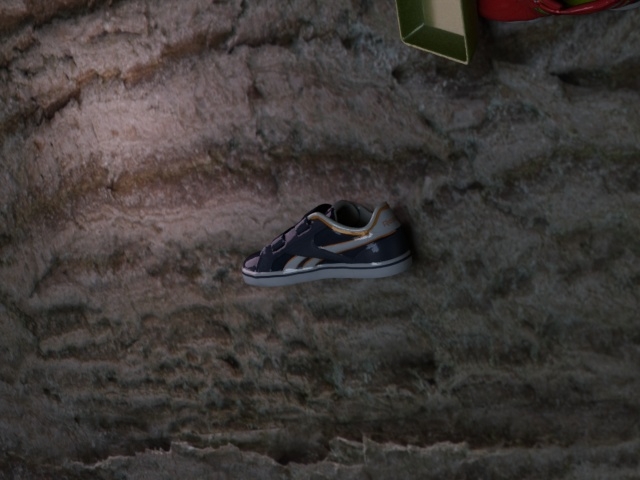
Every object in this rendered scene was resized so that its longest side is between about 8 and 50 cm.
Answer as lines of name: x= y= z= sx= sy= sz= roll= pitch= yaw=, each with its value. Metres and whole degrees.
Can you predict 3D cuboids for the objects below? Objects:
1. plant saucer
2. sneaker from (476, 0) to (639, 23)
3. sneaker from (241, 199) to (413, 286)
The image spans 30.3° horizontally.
plant saucer: x=0.172 y=-0.368 z=1.736 sx=0.188 sy=0.045 sz=0.188 roll=33 pitch=139 yaw=56
sneaker: x=0.313 y=-0.353 z=1.623 sx=0.279 sy=0.118 sz=0.107 roll=0 pitch=106 yaw=42
sneaker: x=0.000 y=0.000 z=2.000 sx=0.321 sy=0.126 sz=0.128 roll=-7 pitch=105 yaw=29
